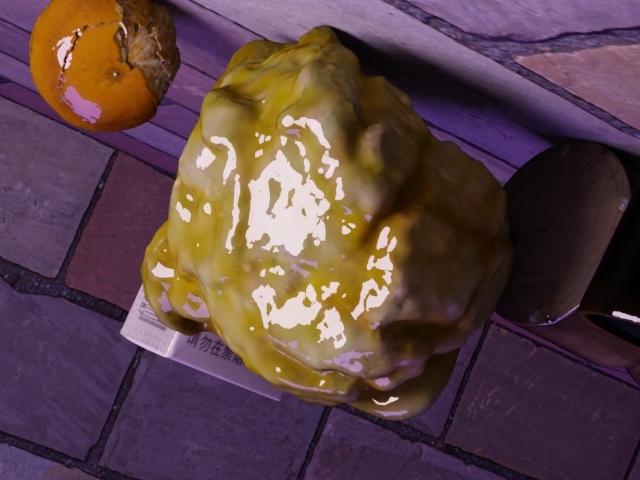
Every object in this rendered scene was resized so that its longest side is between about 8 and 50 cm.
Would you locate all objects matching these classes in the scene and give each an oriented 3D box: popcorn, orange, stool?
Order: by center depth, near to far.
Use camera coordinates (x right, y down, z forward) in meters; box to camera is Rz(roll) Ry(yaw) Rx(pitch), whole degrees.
[{"bbox_3d":[-0.006,-0.008,1.232,0.334,0.292,0.293,32,166,49],"label":"popcorn"},{"bbox_3d":[0.296,0.039,1.290,0.264,0.179,0.179,26,174,-33],"label":"stool"},{"bbox_3d":[-0.215,-0.187,1.382,0.156,0.156,0.134,27,-166,-39],"label":"orange"}]

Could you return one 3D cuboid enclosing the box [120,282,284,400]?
[{"bbox_3d":[-0.071,-0.002,1.601,0.095,0.330,0.210,18,172,40],"label":"box"}]

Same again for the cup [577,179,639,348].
[{"bbox_3d":[0.272,-0.002,0.973,0.166,0.177,0.239,23,175,-16],"label":"cup"}]
